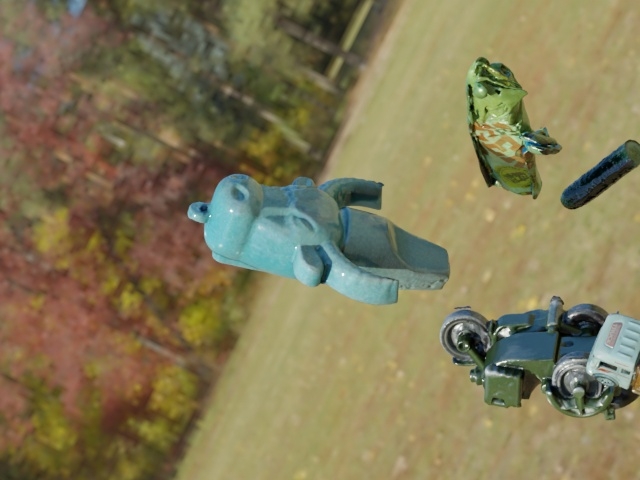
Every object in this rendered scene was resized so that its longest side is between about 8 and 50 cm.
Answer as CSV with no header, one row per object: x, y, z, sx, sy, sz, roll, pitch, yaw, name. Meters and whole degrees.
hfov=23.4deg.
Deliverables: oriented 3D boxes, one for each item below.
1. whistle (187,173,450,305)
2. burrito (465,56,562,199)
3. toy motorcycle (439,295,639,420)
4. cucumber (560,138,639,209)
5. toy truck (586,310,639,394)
0.000,0.000,1.554,0.186,0.274,0.093,-97,23,-54,whistle
0.208,-0.108,1.637,0.054,0.104,0.288,-60,-23,-14,burrito
0.292,0.170,2.086,0.205,0.275,0.127,-65,-34,-59,toy motorcycle
0.310,-0.068,1.733,0.133,0.032,0.032,-41,19,49,cucumber
0.407,0.142,1.822,0.115,0.177,0.080,73,-142,-65,toy truck
